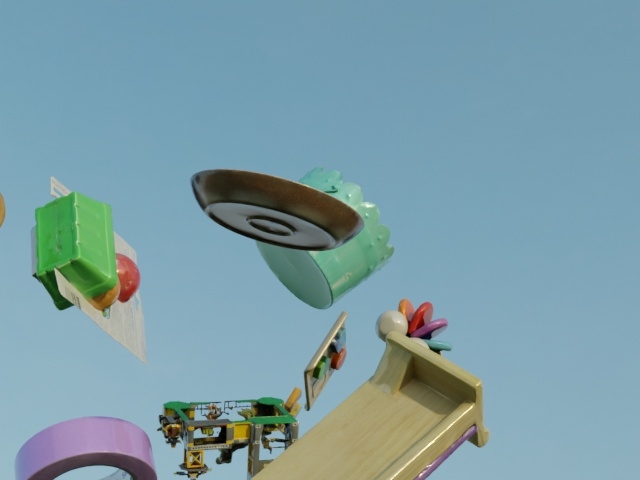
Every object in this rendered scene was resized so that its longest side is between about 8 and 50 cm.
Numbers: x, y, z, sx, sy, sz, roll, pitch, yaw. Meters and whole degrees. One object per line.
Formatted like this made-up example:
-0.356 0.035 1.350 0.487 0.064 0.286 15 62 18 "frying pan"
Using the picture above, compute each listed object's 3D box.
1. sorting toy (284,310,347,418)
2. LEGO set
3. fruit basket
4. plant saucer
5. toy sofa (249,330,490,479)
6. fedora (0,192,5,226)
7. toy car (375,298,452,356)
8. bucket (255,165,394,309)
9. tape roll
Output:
-0.003 0.357 2.780 0.041 0.307 0.229 24 -34 16 "sorting toy"
-0.196 0.465 2.307 0.331 0.192 0.255 0 7 -28 "LEGO set"
-0.495 0.072 2.337 0.166 0.327 0.353 -19 -36 8 "fruit basket"
-0.080 -0.043 1.824 0.311 0.050 0.310 14 -15 4 "plant saucer"
0.034 0.291 1.260 0.150 0.363 0.177 27 -40 38 "toy sofa"
-0.746 -0.066 2.177 0.194 0.194 0.079 23 -45 -28 "fedora"
0.221 0.209 2.366 0.136 0.182 0.159 -42 -23 10 "toy car"
0.000 0.000 2.272 0.281 0.183 0.281 39 -26 23 "bucket"
-0.468 0.470 2.119 0.275 0.090 0.274 -11 -44 -11 "tape roll"
